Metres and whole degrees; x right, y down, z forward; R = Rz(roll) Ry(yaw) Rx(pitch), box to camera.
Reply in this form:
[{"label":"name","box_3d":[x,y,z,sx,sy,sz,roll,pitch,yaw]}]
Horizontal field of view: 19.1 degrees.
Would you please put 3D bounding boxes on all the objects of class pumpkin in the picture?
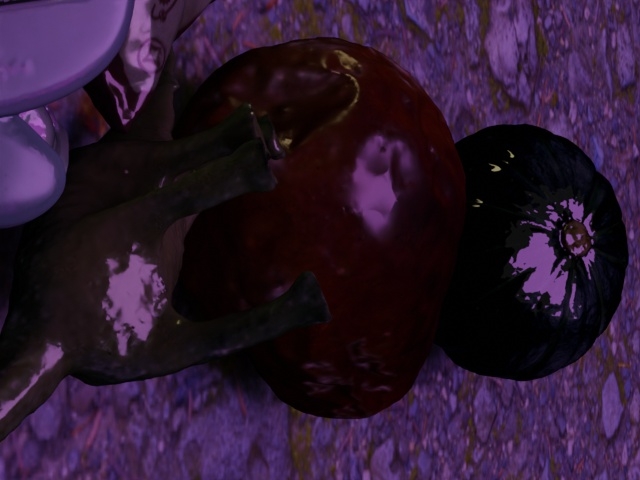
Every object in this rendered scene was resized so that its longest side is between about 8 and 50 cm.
[{"label":"pumpkin","box_3d":[0.146,0.009,1.435,0.194,0.150,0.194,34,50,-52]}]

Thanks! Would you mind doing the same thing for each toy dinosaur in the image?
[{"label":"toy dinosaur","box_3d":[-0.153,0.031,0.940,0.447,0.300,0.087,-108,173,-58]}]

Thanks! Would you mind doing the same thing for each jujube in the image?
[{"label":"jujube","box_3d":[0.000,0.000,1.141,0.255,0.190,0.190,85,21,-49]}]

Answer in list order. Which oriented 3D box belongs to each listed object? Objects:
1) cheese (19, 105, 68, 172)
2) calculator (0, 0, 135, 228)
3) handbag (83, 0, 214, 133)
[{"label":"cheese","box_3d":[-0.170,-0.056,0.895,0.120,0.026,0.067,18,68,-32]},{"label":"calculator","box_3d":[-0.173,-0.150,0.825,0.185,0.041,0.299,-13,101,-25]},{"label":"handbag","box_3d":[-0.112,-0.198,0.959,0.235,0.127,0.213,64,32,-19]}]
